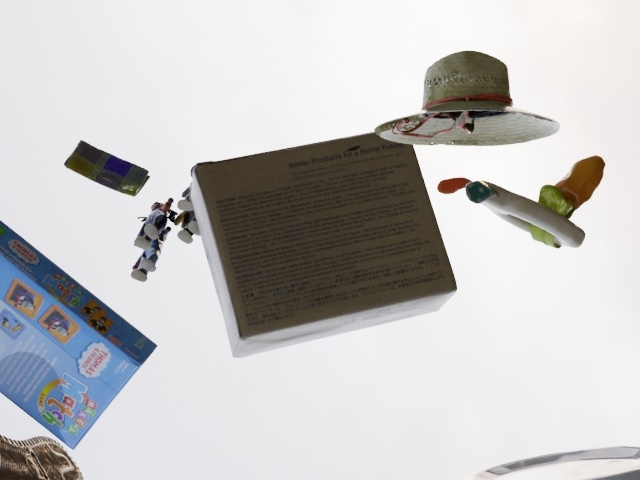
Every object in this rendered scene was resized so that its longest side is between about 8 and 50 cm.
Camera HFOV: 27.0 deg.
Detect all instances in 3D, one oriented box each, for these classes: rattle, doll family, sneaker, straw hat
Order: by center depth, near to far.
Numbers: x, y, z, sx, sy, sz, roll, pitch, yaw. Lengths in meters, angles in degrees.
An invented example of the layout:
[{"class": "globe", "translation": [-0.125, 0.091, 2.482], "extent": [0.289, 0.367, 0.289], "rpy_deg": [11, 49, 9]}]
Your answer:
[{"class": "straw hat", "translation": [0.114, -0.115, 1.040], "extent": [0.144, 0.145, 0.061], "rpy_deg": [11, -103, -52]}, {"class": "sneaker", "translation": [-0.365, 0.270, 1.371], "extent": [0.099, 0.153, 0.282], "rpy_deg": [56, -174, 18]}, {"class": "rattle", "translation": [0.263, -0.079, 1.696], "extent": [0.200, 0.142, 0.130], "rpy_deg": [30, -168, -18]}, {"class": "doll family", "translation": [-0.194, -0.026, 1.759], "extent": [0.076, 0.193, 0.111], "rpy_deg": [48, -159, -24]}]

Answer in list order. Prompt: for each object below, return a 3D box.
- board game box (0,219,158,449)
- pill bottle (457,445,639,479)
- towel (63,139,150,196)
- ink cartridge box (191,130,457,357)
[{"class": "board game box", "translation": [-0.275, 0.084, 1.249], "extent": [0.211, 0.160, 0.039], "rpy_deg": [40, -141, -2]}, {"class": "pill bottle", "translation": [0.234, 0.367, 1.112], "extent": [0.210, 0.210, 0.362], "rpy_deg": [-6, -94, -58]}, {"class": "towel", "translation": [-0.222, -0.075, 1.388], "extent": [0.083, 0.009, 0.060], "rpy_deg": [26, -150, -2]}, {"class": "ink cartridge box", "translation": [0.000, 0.000, 1.386], "extent": [0.235, 0.088, 0.193], "rpy_deg": [-12, -107, -13]}]
